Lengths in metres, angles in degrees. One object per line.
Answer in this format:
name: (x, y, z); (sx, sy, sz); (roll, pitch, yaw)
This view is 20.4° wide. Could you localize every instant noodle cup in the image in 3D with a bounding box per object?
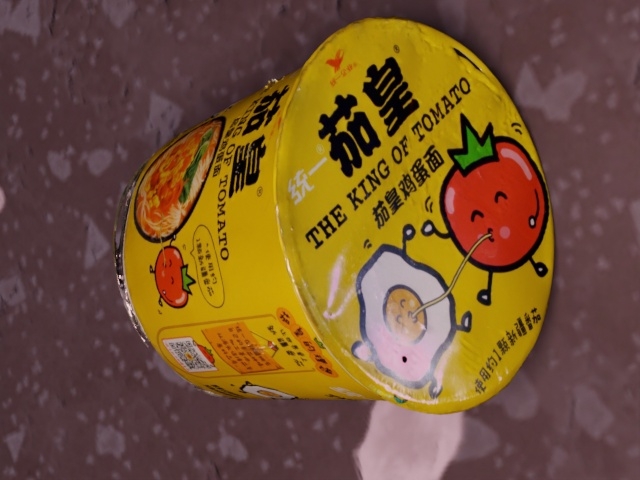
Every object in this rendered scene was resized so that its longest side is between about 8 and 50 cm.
instant noodle cup: (0.000, 0.000, 0.848); (0.144, 0.182, 0.182); (-15, 86, 45)
